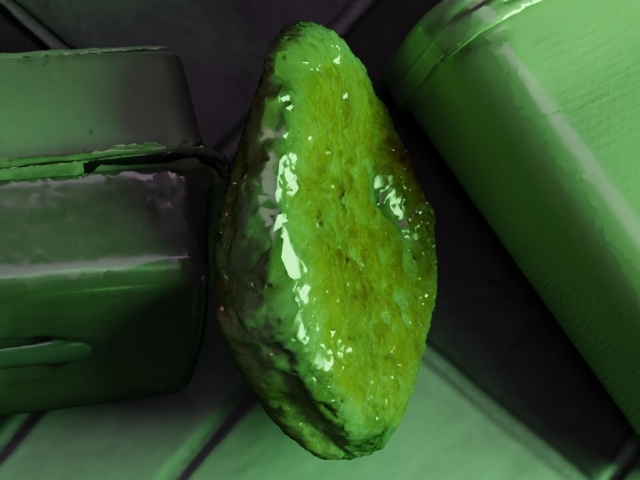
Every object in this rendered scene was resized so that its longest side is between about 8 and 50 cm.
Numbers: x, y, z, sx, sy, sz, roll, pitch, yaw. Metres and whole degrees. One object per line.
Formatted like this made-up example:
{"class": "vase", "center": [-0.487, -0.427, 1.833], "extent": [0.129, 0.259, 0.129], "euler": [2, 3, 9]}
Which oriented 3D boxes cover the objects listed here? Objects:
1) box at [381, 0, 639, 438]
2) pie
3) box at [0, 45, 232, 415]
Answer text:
{"class": "box", "center": [0.282, -0.073, 1.335], "extent": [0.352, 0.177, 0.344], "euler": [-31, 82, -18]}
{"class": "pie", "center": [0.000, 0.000, 1.227], "extent": [0.078, 0.277, 0.277], "euler": [-8, 72, 22]}
{"class": "box", "center": [-0.202, 0.002, 1.203], "extent": [0.290, 0.220, 0.166], "euler": [-6, 61, -12]}
